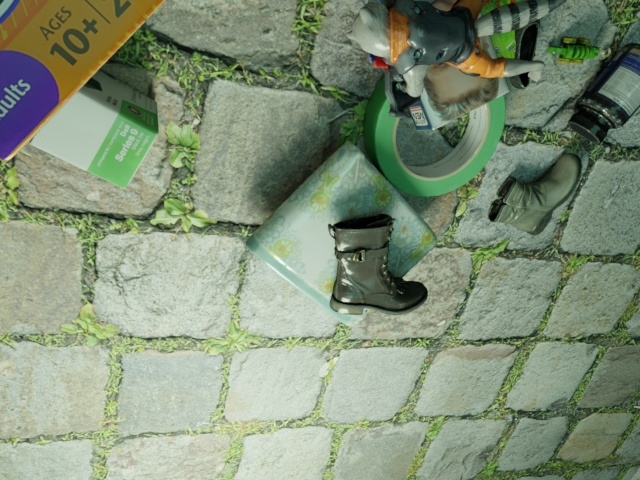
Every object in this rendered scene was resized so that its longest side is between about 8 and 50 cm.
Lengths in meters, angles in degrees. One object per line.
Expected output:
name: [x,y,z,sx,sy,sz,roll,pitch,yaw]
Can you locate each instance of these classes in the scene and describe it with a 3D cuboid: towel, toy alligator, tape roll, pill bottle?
towel: [0.063,0.002,1.163,0.320,0.090,0.374,-46,124,5]
toy alligator: [0.620,-0.441,1.177,0.190,0.051,0.056,-4,120,-17]
tape roll: [0.259,-0.260,1.141,0.321,0.077,0.321,-8,120,-14]
pill bottle: [0.714,-0.351,1.219,0.123,0.123,0.219,28,107,-30]

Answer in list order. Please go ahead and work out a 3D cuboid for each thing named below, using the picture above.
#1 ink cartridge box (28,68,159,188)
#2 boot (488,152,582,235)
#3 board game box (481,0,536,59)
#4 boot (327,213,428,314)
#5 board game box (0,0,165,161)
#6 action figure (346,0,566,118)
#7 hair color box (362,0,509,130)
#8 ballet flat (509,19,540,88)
ink cartridge box: [-0.429,-0.233,0.832,0.289,0.211,0.121,28,107,-30]
boot: [0.560,-0.134,1.320,0.161,0.083,0.246,18,110,-21]
board game box: [0.396,-0.457,1.094,0.092,0.043,0.181,-35,124,1]
boot: [0.136,0.050,1.111,0.263,0.091,0.229,-4,118,-19]
board game box: [-0.256,-0.356,0.392,0.356,0.356,0.356,-42,123,8]
action figure: [0.201,-0.386,0.821,0.330,0.178,0.341,-14,105,-13]
hair color box: [0.207,-0.404,0.958,0.174,0.105,0.347,-27,104,-2]
ballet flat: [0.446,-0.414,1.080,0.057,0.049,0.173,-11,122,-15]
